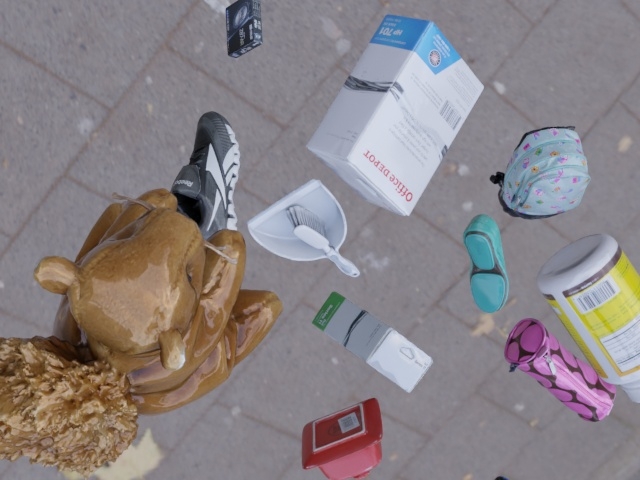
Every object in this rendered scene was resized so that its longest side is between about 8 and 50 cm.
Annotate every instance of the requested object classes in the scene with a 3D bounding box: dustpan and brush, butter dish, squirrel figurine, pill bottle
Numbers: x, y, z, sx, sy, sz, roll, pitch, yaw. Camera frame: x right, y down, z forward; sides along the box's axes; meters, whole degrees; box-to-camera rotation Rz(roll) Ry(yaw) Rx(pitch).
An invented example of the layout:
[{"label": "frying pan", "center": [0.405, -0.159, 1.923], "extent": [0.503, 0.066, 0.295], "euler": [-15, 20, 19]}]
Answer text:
[{"label": "dustpan and brush", "center": [0.000, 0.000, 1.629], "extent": [0.147, 0.060, 0.211], "euler": [-32, 143, 19]}, {"label": "butter dish", "center": [0.055, 0.389, 1.867], "extent": [0.160, 0.160, 0.118], "euler": [-23, 109, 7]}, {"label": "squirrel figurine", "center": [-0.242, 0.124, 1.202], "extent": [0.281, 0.370, 0.397], "euler": [39, 80, -2]}, {"label": "pill bottle", "center": [0.386, 0.105, 1.321], "extent": [0.117, 0.117, 0.215], "euler": [-36, 101, 2]}]

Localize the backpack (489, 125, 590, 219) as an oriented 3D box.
[{"label": "backpack", "center": [0.377, -0.110, 1.664], "extent": [0.152, 0.115, 0.182], "euler": [-13, 154, -8]}]

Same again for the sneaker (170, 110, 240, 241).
[{"label": "sneaker", "center": [-0.183, -0.094, 1.560], "extent": [0.106, 0.078, 0.234], "euler": [11, 74, -48]}]

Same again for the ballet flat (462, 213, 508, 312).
[{"label": "ballet flat", "center": [0.346, 0.042, 2.061], "extent": [0.083, 0.087, 0.247], "euler": [7, 138, 25]}]

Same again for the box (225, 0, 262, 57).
[{"label": "box", "center": [-0.119, -0.334, 1.569], "extent": [0.018, 0.067, 0.083], "euler": [9, 72, -42]}]

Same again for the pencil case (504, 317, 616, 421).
[{"label": "pencil case", "center": [0.387, 0.213, 1.609], "extent": [0.209, 0.098, 0.095], "euler": [35, 80, -27]}]

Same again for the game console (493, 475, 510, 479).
[{"label": "game console", "center": [0.373, 0.629, 1.908], "extent": [0.173, 0.250, 0.293], "euler": [-41, 152, -24]}]

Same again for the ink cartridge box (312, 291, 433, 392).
[{"label": "ink cartridge box", "center": [0.103, 0.203, 2.025], "extent": [0.153, 0.208, 0.087], "euler": [39, 85, -36]}]

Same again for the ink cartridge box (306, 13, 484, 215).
[{"label": "ink cartridge box", "center": [0.091, -0.147, 1.188], "extent": [0.139, 0.082, 0.190], "euler": [40, 80, -44]}]
